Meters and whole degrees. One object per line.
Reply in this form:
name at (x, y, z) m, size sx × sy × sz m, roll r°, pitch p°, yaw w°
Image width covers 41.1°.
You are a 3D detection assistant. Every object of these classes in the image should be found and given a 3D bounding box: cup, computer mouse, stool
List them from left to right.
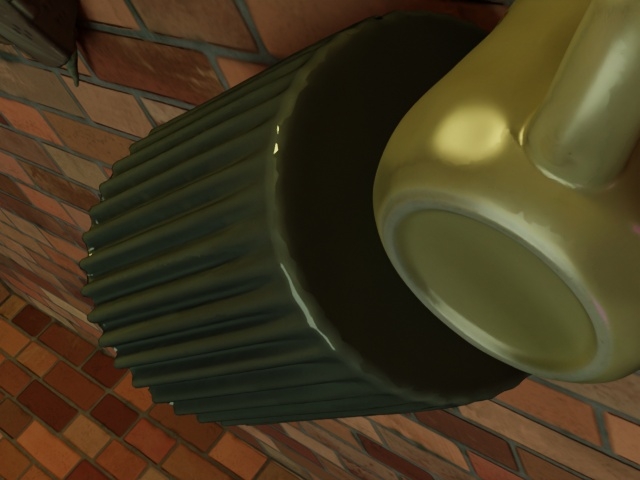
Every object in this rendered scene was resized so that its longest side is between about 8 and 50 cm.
computer mouse at (-0.367, -0.293, 0.917) m, size 0.200 × 0.115 × 0.389 m, roll 31°, pitch 155°, yaw 29°
stool at (0.000, 0.000, 0.655) m, size 0.297 × 0.297 × 0.330 m, roll 47°, pitch 154°, yaw -14°
cup at (0.155, -0.053, 0.407) m, size 0.173 × 0.202 × 0.255 m, roll 43°, pitch 157°, yaw -6°
